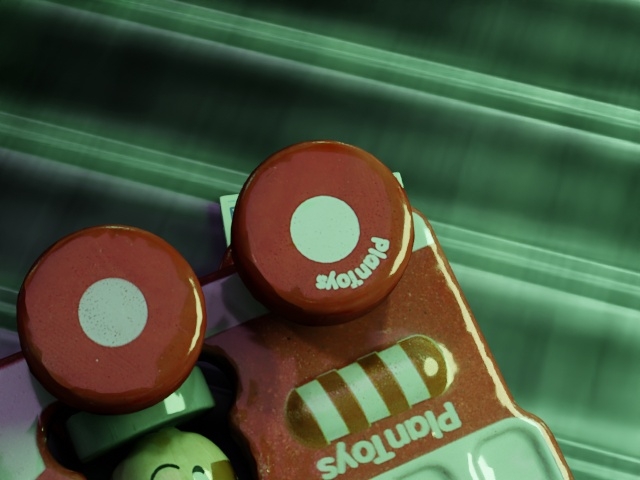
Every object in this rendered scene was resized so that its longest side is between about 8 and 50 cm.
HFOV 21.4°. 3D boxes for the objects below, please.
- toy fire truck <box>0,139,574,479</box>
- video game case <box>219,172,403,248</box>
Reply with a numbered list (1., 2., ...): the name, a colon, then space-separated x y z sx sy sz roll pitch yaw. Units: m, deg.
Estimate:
1. toy fire truck: -0.034 0.107 0.951 0.302 0.169 0.254 -23 77 -14
2. video game case: 0.000 0.000 1.100 0.122 0.011 0.087 -8 57 -6
